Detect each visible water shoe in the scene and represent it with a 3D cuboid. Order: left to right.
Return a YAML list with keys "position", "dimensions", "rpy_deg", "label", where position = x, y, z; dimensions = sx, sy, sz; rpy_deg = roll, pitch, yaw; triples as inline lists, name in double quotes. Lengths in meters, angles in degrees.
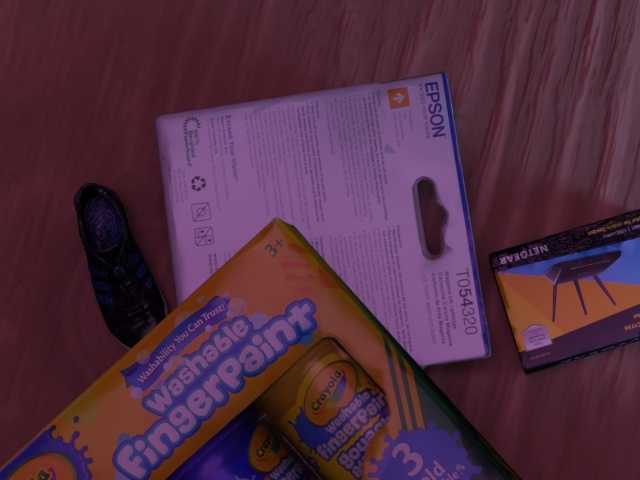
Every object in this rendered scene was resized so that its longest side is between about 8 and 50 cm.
- position: [-0.227, 0.034, 1.747]
  dimensions: [0.073, 0.080, 0.203]
  rpy_deg: [-25, 76, 2]
  label: "water shoe"

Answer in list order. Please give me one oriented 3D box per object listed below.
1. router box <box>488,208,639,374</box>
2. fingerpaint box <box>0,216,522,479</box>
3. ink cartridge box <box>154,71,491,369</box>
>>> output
- position: [0.284, 0.054, 1.693]
  dimensions: [0.178, 0.046, 0.133]
  rpy_deg: [-17, 76, 3]
  label: "router box"
- position: [-0.078, 0.260, 1.590]
  dimensions: [0.445, 0.163, 0.371]
  rpy_deg: [-41, 85, 2]
  label: "fingerpaint box"
- position: [0.000, 0.000, 1.731]
  dimensions: [0.330, 0.071, 0.324]
  rpy_deg: [-8, 78, 3]
  label: "ink cartridge box"
